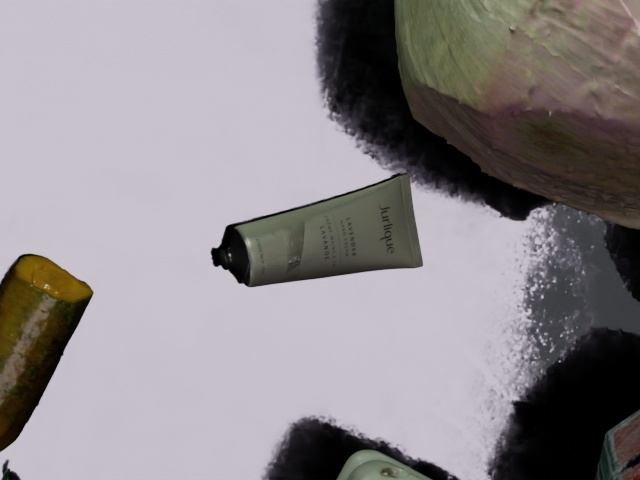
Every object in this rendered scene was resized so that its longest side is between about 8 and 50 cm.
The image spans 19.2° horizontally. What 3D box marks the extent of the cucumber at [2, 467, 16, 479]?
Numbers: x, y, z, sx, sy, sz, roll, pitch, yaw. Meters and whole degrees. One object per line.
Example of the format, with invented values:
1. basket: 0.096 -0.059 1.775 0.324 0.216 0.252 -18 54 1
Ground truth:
1. cucumber: -0.247 0.270 1.645 0.037 0.037 0.155 -24 96 -9

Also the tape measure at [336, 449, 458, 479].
1. tape measure: 0.125 0.280 1.614 0.258 0.265 0.130 29 84 -2

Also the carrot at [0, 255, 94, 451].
1. carrot: -0.264 0.099 1.615 0.082 0.082 0.173 27 90 -10

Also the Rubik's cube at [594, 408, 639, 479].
1. Rubik's cube: 0.380 0.252 1.625 0.319 0.319 0.264 21 98 -10

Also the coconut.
1. coconut: 0.227 -0.223 1.548 0.404 0.404 0.405 0 92 -10

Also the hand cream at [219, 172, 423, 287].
1. hand cream: 0.000 0.000 1.679 0.186 0.054 0.087 -12 98 -16
